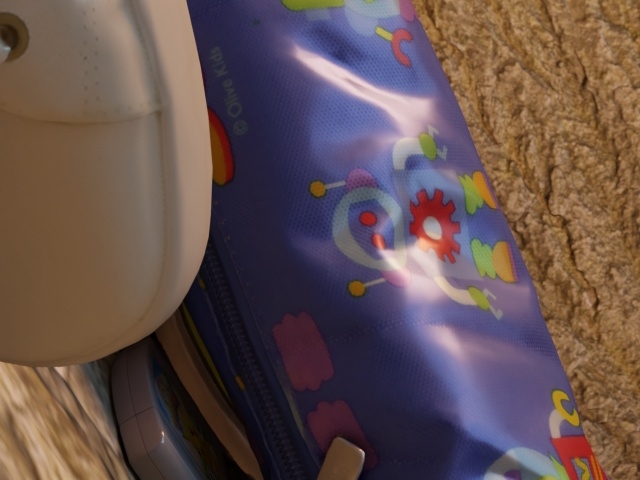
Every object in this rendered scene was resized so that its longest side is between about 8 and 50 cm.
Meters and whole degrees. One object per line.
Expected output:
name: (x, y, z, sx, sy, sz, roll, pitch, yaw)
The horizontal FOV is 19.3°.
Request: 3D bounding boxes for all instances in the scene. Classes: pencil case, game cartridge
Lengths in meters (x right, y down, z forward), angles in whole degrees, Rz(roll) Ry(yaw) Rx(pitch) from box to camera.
pencil case: (0.000, 0.000, 0.645, 0.133, 0.119, 0.306, -4, 67, -51)
game cartridge: (-0.048, 0.065, 0.612, 0.056, 0.017, 0.083, 55, 5, -22)

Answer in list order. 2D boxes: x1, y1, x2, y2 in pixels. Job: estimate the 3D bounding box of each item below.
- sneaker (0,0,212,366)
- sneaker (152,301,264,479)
sneaker: (-0.119, -0.080, 0.317, 0.290, 0.106, 0.123, 62, 28, -21)
sneaker: (-0.015, -0.004, 0.754, 0.300, 0.121, 0.111, 61, 4, 7)
